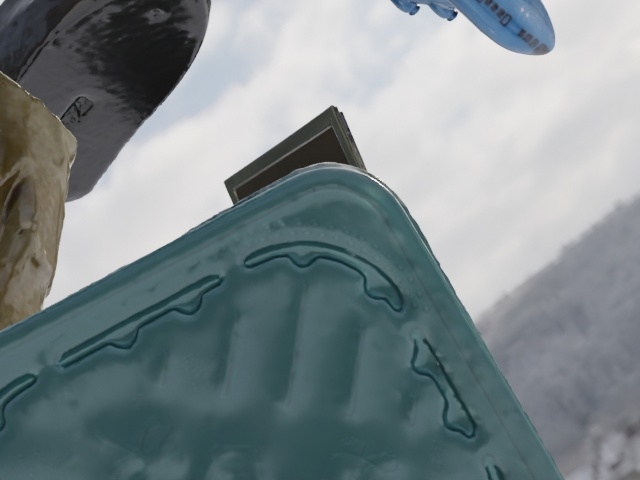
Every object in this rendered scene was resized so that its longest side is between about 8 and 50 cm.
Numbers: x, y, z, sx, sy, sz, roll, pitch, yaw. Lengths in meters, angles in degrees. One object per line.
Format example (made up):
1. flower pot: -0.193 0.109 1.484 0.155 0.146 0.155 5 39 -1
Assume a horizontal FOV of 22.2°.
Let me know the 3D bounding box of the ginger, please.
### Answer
1. ginger: -0.179 0.046 0.744 0.116 0.263 0.109 -3 -25 19

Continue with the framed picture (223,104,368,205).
1. framed picture: 0.000 0.000 1.496 0.014 0.197 0.252 -22 -3 -29

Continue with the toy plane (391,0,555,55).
1. toy plane: 0.120 -0.250 1.448 0.271 0.105 0.254 26 -32 -37

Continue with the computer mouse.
1. computer mouse: -0.182 -0.131 1.191 0.137 0.086 0.270 9 -42 -39

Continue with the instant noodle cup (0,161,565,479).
1. instant noodle cup: -0.027 0.081 0.497 0.179 0.157 0.070 -28 -11 -11
